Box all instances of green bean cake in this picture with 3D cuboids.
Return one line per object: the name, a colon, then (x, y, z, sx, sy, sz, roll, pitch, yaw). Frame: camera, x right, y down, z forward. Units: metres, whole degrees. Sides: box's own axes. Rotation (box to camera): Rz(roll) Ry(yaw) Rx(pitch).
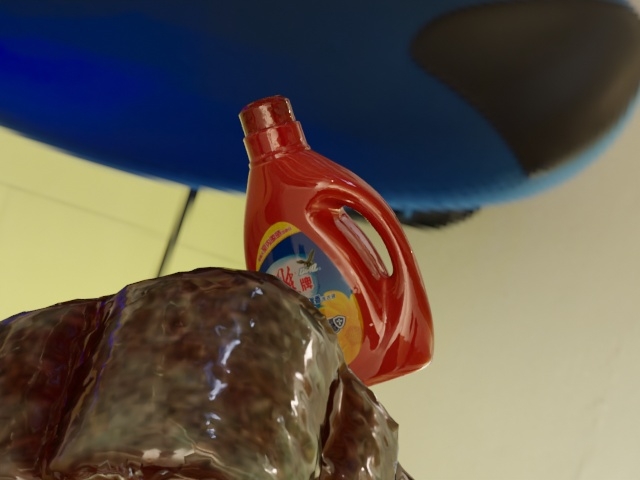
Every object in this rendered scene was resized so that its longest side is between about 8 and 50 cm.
green bean cake: (-0.052, 0.127, 0.531, 0.097, 0.198, 0.233, -76, 147, -50)

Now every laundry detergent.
laundry detergent: (0.000, 0.000, 0.963, 0.049, 0.097, 0.165, -16, 88, -65)
